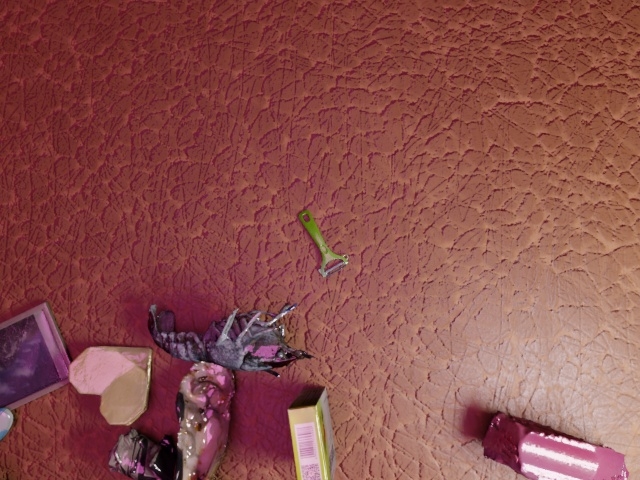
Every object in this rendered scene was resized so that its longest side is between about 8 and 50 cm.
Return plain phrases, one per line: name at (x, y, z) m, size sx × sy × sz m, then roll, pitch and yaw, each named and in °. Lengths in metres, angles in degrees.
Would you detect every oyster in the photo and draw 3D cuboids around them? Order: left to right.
oyster at (-0.266, 0.427, 1.268) m, size 0.129 × 0.078 × 0.345 m, roll 13°, pitch 58°, yaw -15°

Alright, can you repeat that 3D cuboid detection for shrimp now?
shrimp at (-0.199, 0.211, 1.272) m, size 0.411 × 0.221 × 0.166 m, roll -7°, pitch 61°, yaw 15°

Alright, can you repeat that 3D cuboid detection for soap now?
soap at (0.487, 0.454, 1.220) m, size 0.289 × 0.182 × 0.112 m, roll 17°, pitch 82°, yaw 4°

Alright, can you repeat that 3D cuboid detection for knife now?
knife at (-0.803, 0.476, 1.354) m, size 0.222 × 0.031 × 0.064 m, roll -45°, pitch 98°, yaw 3°
knife at (0.000, 0.000, 1.368) m, size 0.078 × 0.022 × 0.166 m, roll -29°, pitch 85°, yaw -5°

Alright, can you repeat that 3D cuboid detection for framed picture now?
framed picture at (-0.739, 0.295, 1.378) m, size 0.281 × 0.019 × 0.209 m, roll -27°, pitch 84°, yaw 0°

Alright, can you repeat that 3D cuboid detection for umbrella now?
umbrella at (-0.298, 0.533, 1.292) m, size 0.358 × 0.113 × 0.106 m, roll 28°, pitch 114°, yaw 0°

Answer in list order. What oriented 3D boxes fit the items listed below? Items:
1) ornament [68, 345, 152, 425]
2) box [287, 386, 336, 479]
ornament at (-0.465, 0.312, 1.347) m, size 0.201 × 0.059 × 0.180 m, roll 44°, pitch 77°, yaw 8°
box at (-0.013, 0.413, 1.207) m, size 0.062 × 0.260 × 0.175 m, roll -9°, pitch 83°, yaw 3°
